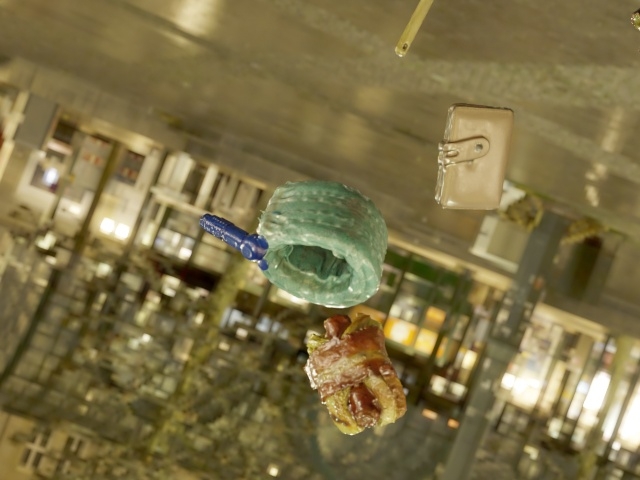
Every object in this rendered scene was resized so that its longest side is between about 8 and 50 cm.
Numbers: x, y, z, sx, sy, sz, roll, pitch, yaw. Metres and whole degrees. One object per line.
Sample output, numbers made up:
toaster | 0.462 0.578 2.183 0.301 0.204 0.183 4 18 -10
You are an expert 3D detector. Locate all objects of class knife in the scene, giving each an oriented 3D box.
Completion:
knife | 0.211 -0.490 2.408 0.047 0.298 0.017 30 176 -34

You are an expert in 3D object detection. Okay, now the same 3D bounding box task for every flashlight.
flashlight | -0.112 -0.005 1.706 0.121 0.057 0.035 29 -135 31

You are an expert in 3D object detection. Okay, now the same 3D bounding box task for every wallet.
wallet | 0.223 -0.120 1.822 0.117 0.153 0.039 0 -163 -25

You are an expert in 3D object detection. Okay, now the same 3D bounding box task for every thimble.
thimble | 0.000 0.000 2.147 0.235 0.143 0.198 27 140 -14

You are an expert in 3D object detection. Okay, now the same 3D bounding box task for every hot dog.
hot dog | 0.052 0.207 2.016 0.103 0.146 0.213 66 179 -50

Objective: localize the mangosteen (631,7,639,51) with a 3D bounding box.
mangosteen | 0.544 -0.341 1.926 0.137 0.151 0.137 33 -153 -20
